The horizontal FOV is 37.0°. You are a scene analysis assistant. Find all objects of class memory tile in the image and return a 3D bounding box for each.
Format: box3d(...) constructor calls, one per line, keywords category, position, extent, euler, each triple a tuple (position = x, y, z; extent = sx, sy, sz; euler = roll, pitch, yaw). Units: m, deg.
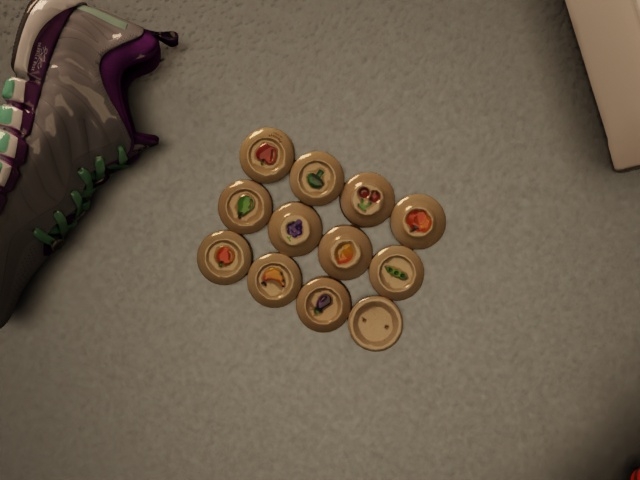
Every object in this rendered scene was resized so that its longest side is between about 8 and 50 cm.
box3d(category="memory tile", position=(0.000, 0.000, 0.635), extent=(0.148, 0.012, 0.113), euler=(24, 91, 2))

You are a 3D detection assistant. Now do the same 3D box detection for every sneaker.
box3d(category="sneaker", position=(-0.161, -0.043, 0.609), extent=(0.098, 0.083, 0.224), euler=(15, 90, -3))

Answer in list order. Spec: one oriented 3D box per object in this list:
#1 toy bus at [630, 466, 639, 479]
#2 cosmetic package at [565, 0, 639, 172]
box3d(category="toy bus", position=(0.232, 0.186, 0.537), extent=(0.104, 0.191, 0.202), euler=(41, 91, 1))
box3d(category="cosmetic package", position=(0.265, -0.180, 0.563), extent=(0.224, 0.138, 0.225), euler=(-18, 91, 2))
